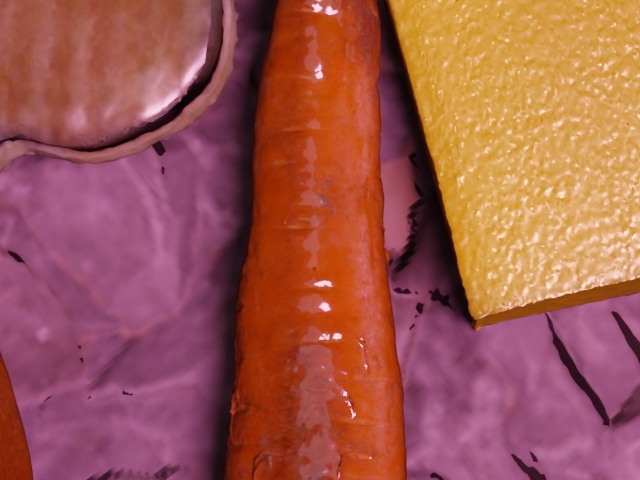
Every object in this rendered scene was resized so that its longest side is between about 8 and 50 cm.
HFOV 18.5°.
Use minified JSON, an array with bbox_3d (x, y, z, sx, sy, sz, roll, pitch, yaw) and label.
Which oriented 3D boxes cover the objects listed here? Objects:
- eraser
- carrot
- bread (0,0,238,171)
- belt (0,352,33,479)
[{"bbox_3d":[0.080,-0.040,0.637,0.097,0.045,0.122,-15,81,1],"label":"eraser"},{"bbox_3d":[0.000,0.000,0.624,0.061,0.061,0.209,0,82,3],"label":"carrot"},{"bbox_3d":[-0.098,-0.135,0.654,0.207,0.056,0.286,6,84,5],"label":"bread"},{"bbox_3d":[-0.231,0.028,0.583,0.217,0.122,0.338,-39,84,14],"label":"belt"}]
